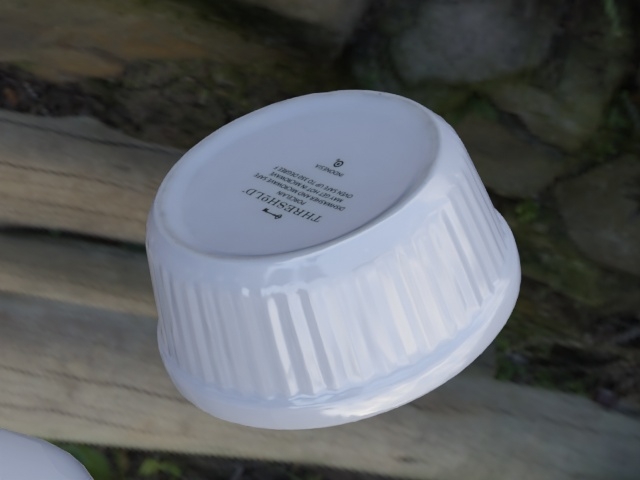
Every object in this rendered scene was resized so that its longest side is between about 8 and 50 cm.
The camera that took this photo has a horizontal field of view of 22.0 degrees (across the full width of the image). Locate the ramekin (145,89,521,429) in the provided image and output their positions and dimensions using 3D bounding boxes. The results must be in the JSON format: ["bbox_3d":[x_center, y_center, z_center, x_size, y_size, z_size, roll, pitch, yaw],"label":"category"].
[{"bbox_3d":[0.000,0.000,1.182,0.273,0.273,0.127,-35,127,-25],"label":"ramekin"}]

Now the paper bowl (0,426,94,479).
[{"bbox_3d":[-0.110,0.153,0.377,0.148,0.284,0.284,-8,112,-9],"label":"paper bowl"}]
